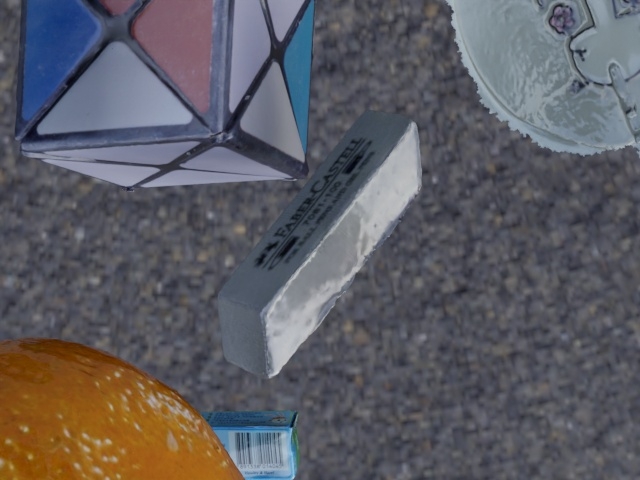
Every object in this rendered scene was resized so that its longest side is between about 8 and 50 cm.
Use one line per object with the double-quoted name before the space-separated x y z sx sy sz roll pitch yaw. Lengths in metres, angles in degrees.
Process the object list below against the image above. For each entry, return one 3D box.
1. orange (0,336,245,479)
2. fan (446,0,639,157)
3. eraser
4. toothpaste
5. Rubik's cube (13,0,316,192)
"orange" -0.233 0.291 1.288 0.326 0.424 0.424 -30 123 25
"fan" 0.213 -0.094 1.070 0.233 0.012 0.415 -26 86 44
"eraser" 0.000 -0.001 1.852 0.352 0.111 0.077 -52 125 -15
"toothpaste" -0.156 0.223 1.691 0.266 0.050 0.065 -2 107 8
"Rubik's cube" -0.184 -0.239 1.998 0.307 0.305 0.310 -2 171 21
